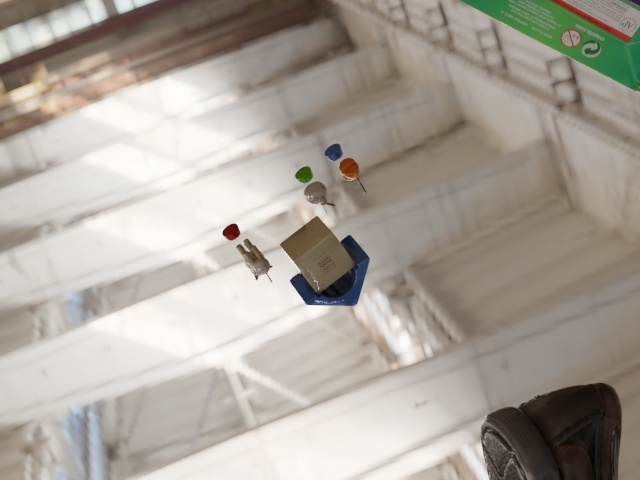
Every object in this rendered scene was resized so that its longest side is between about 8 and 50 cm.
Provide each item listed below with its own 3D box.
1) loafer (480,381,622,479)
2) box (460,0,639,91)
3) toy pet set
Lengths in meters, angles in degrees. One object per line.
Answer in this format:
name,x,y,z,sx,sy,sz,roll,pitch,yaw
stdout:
loafer,0.192,0.231,1.039,0.095,0.303,0.109,-25,-146,-13
box,0.120,-0.154,0.678,0.043,0.105,0.179,-57,-169,39
toy pet set,0.000,0.000,1.154,0.122,0.065,0.114,-37,-147,-2
